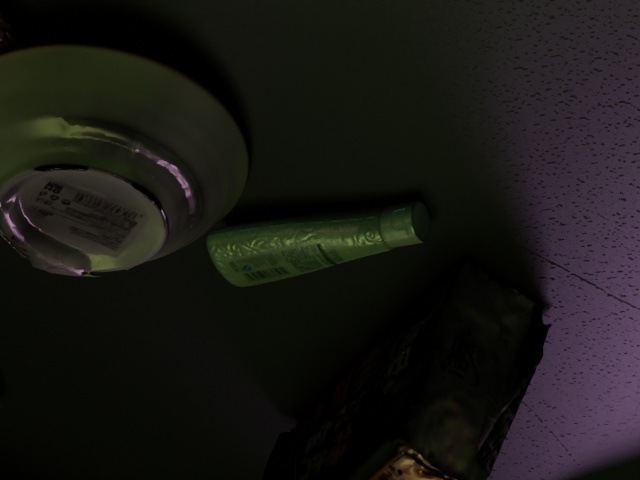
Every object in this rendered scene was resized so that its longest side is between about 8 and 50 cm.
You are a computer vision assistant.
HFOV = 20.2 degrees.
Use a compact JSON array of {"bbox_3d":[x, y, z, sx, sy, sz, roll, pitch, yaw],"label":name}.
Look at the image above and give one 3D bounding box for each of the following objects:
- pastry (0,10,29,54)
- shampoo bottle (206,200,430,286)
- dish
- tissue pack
[{"bbox_3d":[-0.268,-0.148,1.458,0.080,0.056,0.140,-2,143,29],"label":"pastry"},{"bbox_3d":[0.000,0.000,1.509,0.190,0.041,0.069,-11,135,28],"label":"shampoo bottle"},{"bbox_3d":[-0.190,-0.043,1.466,0.260,0.085,0.260,3,144,2],"label":"dish"},{"bbox_3d":[0.051,0.194,1.533,0.123,0.245,0.332,33,134,-10],"label":"tissue pack"}]
